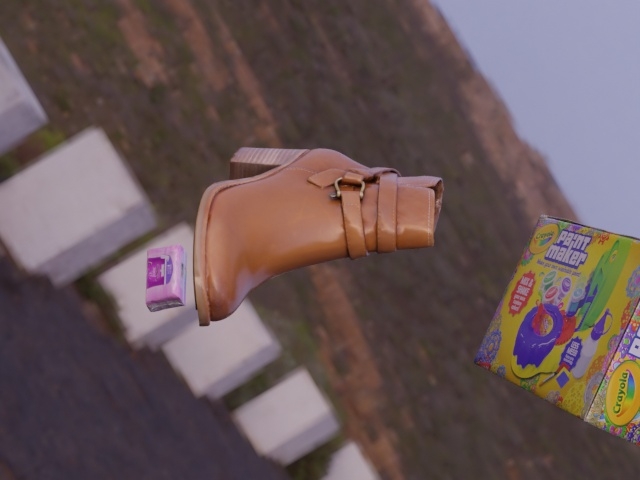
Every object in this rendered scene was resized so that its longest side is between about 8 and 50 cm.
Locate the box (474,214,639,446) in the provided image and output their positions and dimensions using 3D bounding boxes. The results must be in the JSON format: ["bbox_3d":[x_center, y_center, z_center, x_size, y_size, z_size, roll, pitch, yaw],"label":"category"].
[{"bbox_3d":[0.347,0.118,1.613,0.279,0.177,0.290,25,0,-15],"label":"box"}]

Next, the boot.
[{"bbox_3d":[0.000,0.000,1.606,0.283,0.220,0.109,-64,160,-62],"label":"boot"}]

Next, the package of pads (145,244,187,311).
[{"bbox_3d":[-0.199,0.049,2.136,0.032,0.050,0.083,61,23,-56],"label":"package of pads"}]
